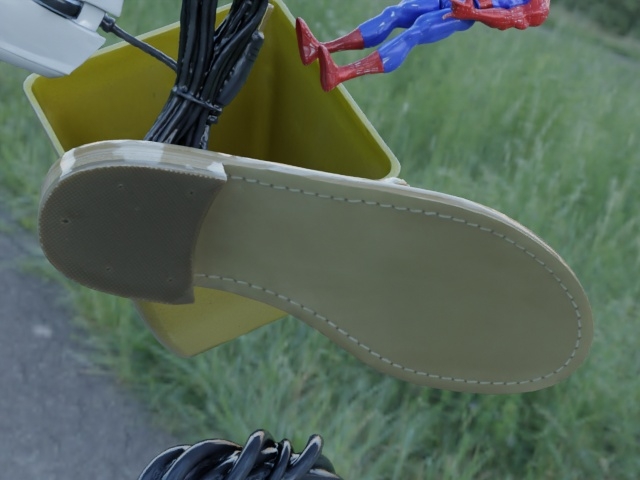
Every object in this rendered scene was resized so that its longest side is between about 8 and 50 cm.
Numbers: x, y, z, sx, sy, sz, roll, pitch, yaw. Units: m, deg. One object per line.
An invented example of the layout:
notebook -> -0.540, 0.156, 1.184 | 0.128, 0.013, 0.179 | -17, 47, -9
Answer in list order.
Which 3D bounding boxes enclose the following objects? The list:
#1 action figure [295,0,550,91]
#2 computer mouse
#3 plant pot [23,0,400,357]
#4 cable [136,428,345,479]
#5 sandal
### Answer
action figure -> 0.049, -0.090, 0.459 | 0.115, 0.030, 0.038 | -18, 37, -15
computer mouse -> -0.116, -0.099, 0.462 | 0.193, 0.106, 0.042 | 27, 12, -13
plant pot -> -0.082, -0.032, 0.928 | 0.212, 0.187, 0.212 | -23, 59, -16
cable -> -0.031, 0.147, 0.440 | 0.047, 0.150, 0.184 | -2, -8, 37
sandal -> 0.002, -0.005, 0.502 | 0.240, 0.088, 0.079 | 14, 28, -17
